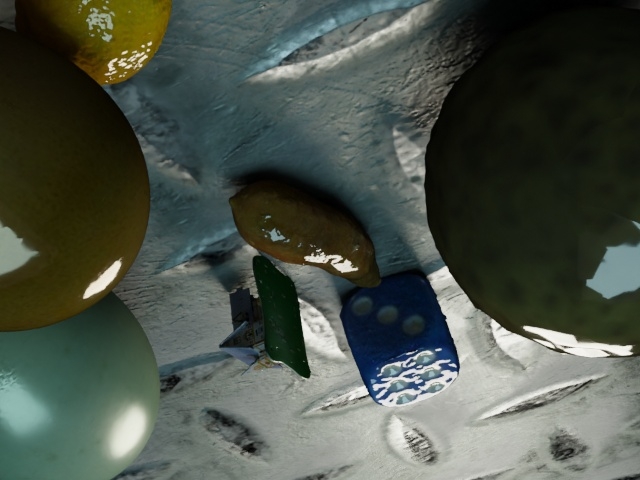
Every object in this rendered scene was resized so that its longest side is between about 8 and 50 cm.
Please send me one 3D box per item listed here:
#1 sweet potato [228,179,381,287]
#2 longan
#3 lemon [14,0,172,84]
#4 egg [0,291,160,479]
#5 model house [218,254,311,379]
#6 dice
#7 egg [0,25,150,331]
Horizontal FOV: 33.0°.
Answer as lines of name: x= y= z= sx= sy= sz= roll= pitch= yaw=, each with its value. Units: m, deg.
sweet potato: x=0.002 y=0.000 z=1.388 sx=0.097 sy=0.097 sz=0.292 roll=-35 pitch=139 yaw=26
longan: x=0.302 y=-0.060 z=1.177 sx=0.391 sy=0.391 sz=0.391 roll=-8 pitch=143 yaw=-6
lemon: x=-0.214 y=-0.214 z=1.005 sx=0.142 sy=0.142 sz=0.187 roll=12 pitch=144 yaw=-29
egg: x=-0.351 y=0.168 z=1.345 sx=0.276 sy=0.276 sz=0.389 roll=-18 pitch=143 yaw=6
model house: x=-0.086 y=0.118 z=1.457 sx=0.088 sy=0.167 sz=0.117 roll=-25 pitch=146 yaw=21
dice: x=0.117 y=0.144 z=1.568 sx=0.146 sy=0.146 sz=0.143 roll=-22 pitch=140 yaw=5
egg: x=-0.299 y=-0.061 z=0.919 sx=0.322 sy=0.250 sz=0.250 roll=35 pitch=124 yaw=-22
